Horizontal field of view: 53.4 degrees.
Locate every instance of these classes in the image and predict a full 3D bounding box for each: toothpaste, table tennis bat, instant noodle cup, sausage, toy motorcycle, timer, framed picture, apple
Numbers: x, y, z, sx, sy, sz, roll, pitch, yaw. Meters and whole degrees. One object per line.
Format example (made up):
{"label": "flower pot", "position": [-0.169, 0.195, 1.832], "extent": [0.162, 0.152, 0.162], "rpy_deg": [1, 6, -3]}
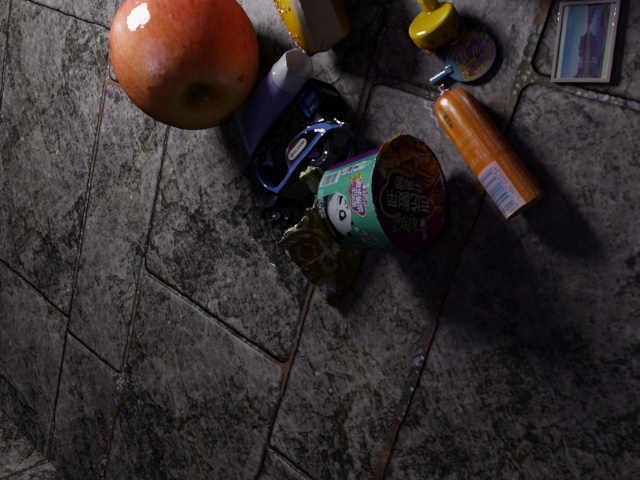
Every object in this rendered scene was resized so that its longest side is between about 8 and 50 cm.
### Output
{"label": "toothpaste", "position": [-0.135, -0.341, 1.578], "extent": [0.371, 0.080, 0.125], "rpy_deg": [-35, 74, 55]}
{"label": "table tennis bat", "position": [0.295, -0.370, 1.322], "extent": [0.155, 0.019, 0.100], "rpy_deg": [-28, 79, 34]}
{"label": "instant noodle cup", "position": [0.124, -0.087, 1.359], "extent": [0.190, 0.251, 0.250], "rpy_deg": [-6, 92, 46]}
{"label": "sausage", "position": [0.323, -0.191, 1.276], "extent": [0.093, 0.093, 0.312], "rpy_deg": [-43, 70, 33]}
{"label": "toy motorcycle", "position": [-0.057, -0.198, 1.557], "extent": [0.358, 0.125, 0.212], "rpy_deg": [-49, 58, 28]}
{"label": "timer", "position": [0.229, -0.449, 1.305], "extent": [0.107, 0.109, 0.107], "rpy_deg": [-28, 37, 24]}
{"label": "framed picture", "position": [0.489, -0.367, 1.176], "extent": [0.109, 0.011, 0.148], "rpy_deg": [10, 102, 36]}
{"label": "apple", "position": [-0.331, -0.448, 1.578], "extent": [0.364, 0.364, 0.363], "rpy_deg": [5, 99, 37]}

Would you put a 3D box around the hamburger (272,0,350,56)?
{"label": "hamburger", "position": [-0.043, -0.564, 1.435], "extent": [0.152, 0.227, 0.295], "rpy_deg": [-18, 81, 15]}

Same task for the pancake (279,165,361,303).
{"label": "pancake", "position": [0.001, -0.002, 1.511], "extent": [0.198, 0.054, 0.376], "rpy_deg": [1, 117, 2]}
